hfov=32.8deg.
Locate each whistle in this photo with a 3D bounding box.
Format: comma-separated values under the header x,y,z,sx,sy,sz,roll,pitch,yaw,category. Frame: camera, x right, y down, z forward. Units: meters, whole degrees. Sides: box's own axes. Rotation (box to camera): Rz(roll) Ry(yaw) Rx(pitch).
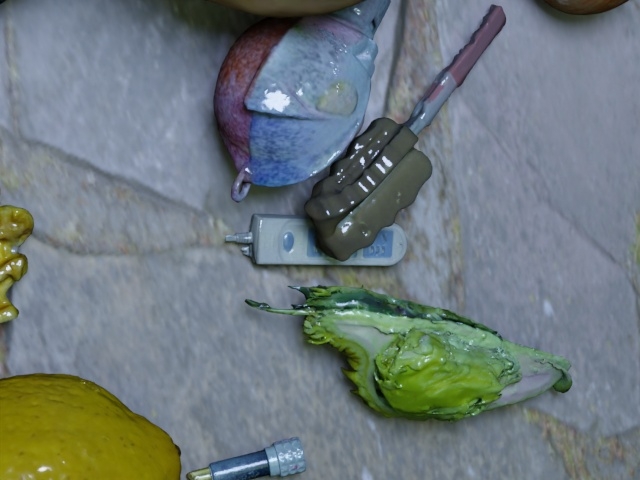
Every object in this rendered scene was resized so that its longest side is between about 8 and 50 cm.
x,y,z,sx,sy,sz,roll,pitch,yaw,category
0.006,-0.184,0.969,0.142,0.133,0.346,40,74,-47,whistle

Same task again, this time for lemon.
x,y,z,sx,sy,sz,roll,pitch,yaw,category
-0.243,0.245,0.889,0.293,0.293,0.293,-4,102,-18,lemon

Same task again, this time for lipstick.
x,y,z,sx,sy,sz,roll,pitch,yaw,category
-0.073,0.224,1.067,0.116,0.037,0.037,-12,104,-13,lipstick

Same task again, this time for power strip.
x,y,z,sx,sy,sz,roll,pitch,yaw,category
0.000,0.000,1.050,0.191,0.030,0.048,1,99,-20,power strip

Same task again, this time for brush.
x,y,z,sx,sy,sz,roll,pitch,yaw,category
0.093,-0.111,1.028,0.301,0.071,0.084,-50,149,-17,brush

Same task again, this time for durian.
x,y,z,sx,sy,sz,roll,pitch,yaw,category
0.103,0.121,1.069,0.375,0.132,0.107,16,71,-25,durian

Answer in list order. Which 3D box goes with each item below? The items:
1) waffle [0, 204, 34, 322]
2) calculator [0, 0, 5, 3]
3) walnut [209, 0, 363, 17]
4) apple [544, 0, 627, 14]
x,y,z,sx,sy,sz,roll,pitch,yaw,category
-0.347,0.011,0.918,0.210,0.055,0.161,-19,105,-13,waffle
-0.354,-0.267,0.822,0.274,0.058,0.248,-27,101,8,calculator
-0.044,-0.364,0.813,0.383,0.383,0.384,-4,102,-18,walnut
0.254,-0.288,1.030,0.146,0.131,0.147,-2,94,-26,apple
